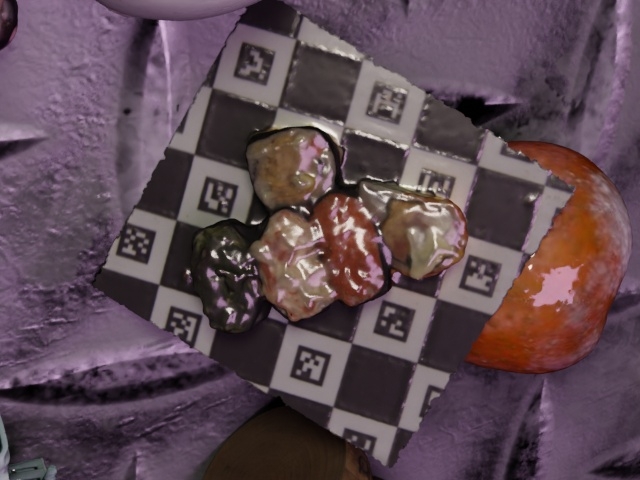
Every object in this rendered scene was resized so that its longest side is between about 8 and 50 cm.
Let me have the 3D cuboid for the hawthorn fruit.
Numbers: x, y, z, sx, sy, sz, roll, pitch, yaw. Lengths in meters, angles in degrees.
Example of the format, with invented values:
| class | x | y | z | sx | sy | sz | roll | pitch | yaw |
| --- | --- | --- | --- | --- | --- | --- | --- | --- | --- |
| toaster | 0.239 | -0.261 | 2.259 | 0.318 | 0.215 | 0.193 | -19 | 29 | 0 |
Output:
| class | x | y | z | sx | sy | sz | roll | pitch | yaw |
| --- | --- | --- | --- | --- | --- | --- | --- | --- | --- |
| hawthorn fruit | 0.177 | 0.014 | 1.356 | 0.235 | 0.263 | 0.231 | 78 | 32 | -42 |

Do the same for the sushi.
| class | x | y | z | sx | sy | sz | roll | pitch | yaw |
| --- | --- | --- | --- | --- | --- | --- | --- | --- | --- |
| sushi | 0.000 | 0.000 | 1.213 | 0.339 | 0.069 | 0.320 | 33 | 100 | 1 |

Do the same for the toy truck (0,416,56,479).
| class | x | y | z | sx | sy | sz | roll | pitch | yaw |
| --- | --- | --- | --- | --- | --- | --- | --- | --- | --- |
| toy truck | -0.401 | 0.235 | 1.199 | 0.338 | 0.133 | 0.184 | -15 | 131 | -18 |

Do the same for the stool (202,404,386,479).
| class | x | y | z | sx | sy | sz | roll | pitch | yaw |
| --- | --- | --- | --- | --- | --- | --- | --- | --- | --- |
| stool | 0.015 | 0.316 | 1.436 | 0.179 | 0.179 | 0.264 | -41 | 128 | -4 |

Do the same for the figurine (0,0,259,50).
| class | x | y | z | sx | sy | sz | roll | pitch | yaw |
| --- | --- | --- | --- | --- | --- | --- | --- | --- | --- |
| figurine | -0.157 | -0.252 | 1.023 | 0.361 | 0.211 | 0.253 | -20 | 146 | -13 |
